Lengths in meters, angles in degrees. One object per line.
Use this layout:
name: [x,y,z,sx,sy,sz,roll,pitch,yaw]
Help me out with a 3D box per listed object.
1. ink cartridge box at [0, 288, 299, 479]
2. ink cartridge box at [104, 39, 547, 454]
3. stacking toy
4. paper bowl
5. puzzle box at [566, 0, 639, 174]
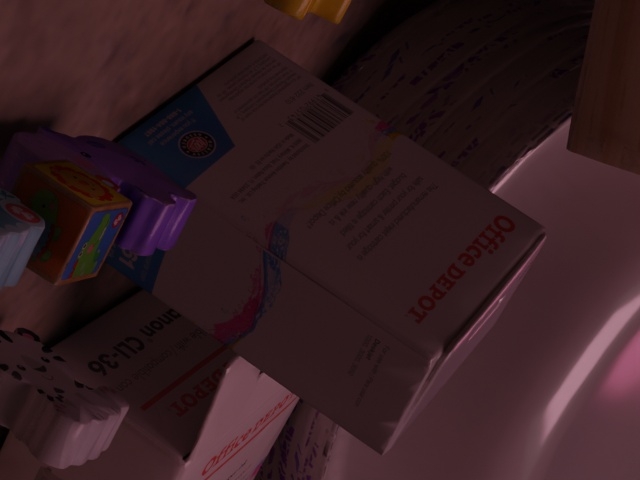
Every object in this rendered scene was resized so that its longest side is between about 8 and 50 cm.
ink cartridge box: [-0.069,0.083,0.649,0.198,0.067,0.115,-61,168,28]
ink cartridge box: [0.000,0.000,0.567,0.088,0.122,0.052,-43,162,-47]
stacking toy: [-0.077,-0.012,0.424,0.167,0.052,0.221,-61,165,13]
paper bowl: [0.087,0.035,0.785,0.284,0.148,0.284,-38,149,-28]
puzzle box: [0.194,-0.249,0.619,0.272,0.052,0.409,-43,147,-50]
